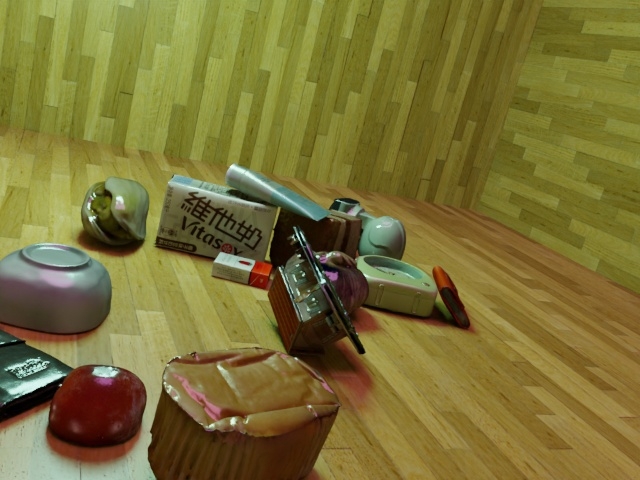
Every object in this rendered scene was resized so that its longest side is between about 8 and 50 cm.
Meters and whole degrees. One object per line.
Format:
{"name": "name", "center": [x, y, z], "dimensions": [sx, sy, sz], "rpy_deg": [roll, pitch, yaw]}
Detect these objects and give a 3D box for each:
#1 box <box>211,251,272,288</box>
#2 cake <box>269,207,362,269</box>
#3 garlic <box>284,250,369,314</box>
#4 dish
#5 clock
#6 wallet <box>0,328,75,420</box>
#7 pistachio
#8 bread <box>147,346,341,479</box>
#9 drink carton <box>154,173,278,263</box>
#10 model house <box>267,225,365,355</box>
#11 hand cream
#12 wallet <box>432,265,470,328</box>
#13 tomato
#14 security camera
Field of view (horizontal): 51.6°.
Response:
{"name": "box", "center": [-0.212, 0.080, 1.799], "dimensions": [0.151, 0.048, 0.100], "rpy_deg": [16, 17, -2]}
{"name": "cake", "center": [0.000, 0.000, 2.024], "dimensions": [0.196, 0.199, 0.293], "rpy_deg": [16, 9, 26]}
{"name": "garlic", "center": [0.013, 0.097, 1.718], "dimensions": [0.244, 0.161, 0.245], "rpy_deg": [13, 15, -3]}
{"name": "dish", "center": [-0.539, 0.081, 1.332], "dimensions": [0.256, 0.117, 0.256], "rpy_deg": [14, 14, -4]}
{"name": "clock", "center": [0.204, 0.118, 1.954], "dimensions": [0.234, 0.096, 0.308], "rpy_deg": [12, 15, -6]}
{"name": "wallet", "center": [-0.565, 0.183, 1.068], "dimensions": [0.316, 0.044, 0.169], "rpy_deg": [21, 15, 20]}
{"name": "pistachio", "center": [-0.563, -0.076, 1.846], "dimensions": [0.166, 0.197, 0.288], "rpy_deg": [-27, 26, 10]}
{"name": "bread", "center": [-0.118, 0.273, 0.964], "dimensions": [0.204, 0.156, 0.288], "rpy_deg": [33, 20, 30]}
{"name": "drink carton", "center": [-0.300, -0.055, 1.914], "dimensions": [0.324, 0.194, 0.132], "rpy_deg": [13, 16, -7]}
{"name": "model house", "center": [-0.042, 0.131, 1.455], "dimensions": [0.153, 0.207, 0.294], "rpy_deg": [-29, 41, 2]}
{"name": "hand cream", "center": [-0.121, -0.130, 1.866], "dimensions": [0.312, 0.070, 0.111], "rpy_deg": [23, 19, 14]}
{"name": "wallet", "center": [0.381, 0.162, 1.932], "dimensions": [0.142, 0.045, 0.204], "rpy_deg": [57, 10, -11]}
{"name": "tomato", "center": [-0.335, 0.233, 1.014], "dimensions": [0.138, 0.091, 0.159], "rpy_deg": [16, 12, -1]}
{"name": "security camera", "center": [0.154, -0.014, 2.223], "dimensions": [0.277, 0.191, 0.197], "rpy_deg": [22, 10, 15]}
